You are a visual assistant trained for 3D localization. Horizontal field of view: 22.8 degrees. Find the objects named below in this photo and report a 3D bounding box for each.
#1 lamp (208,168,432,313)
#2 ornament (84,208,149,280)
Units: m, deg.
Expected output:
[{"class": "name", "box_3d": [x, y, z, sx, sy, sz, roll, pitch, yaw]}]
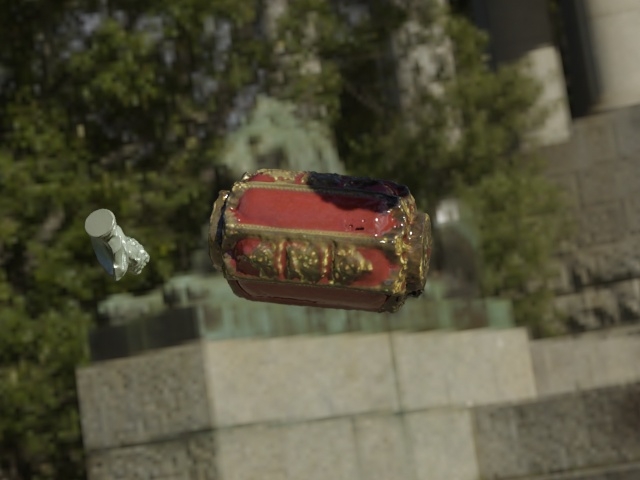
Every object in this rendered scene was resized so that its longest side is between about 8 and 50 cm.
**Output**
[{"class": "lamp", "box_3d": [0.000, 0.000, 1.960, 0.274, 0.177, 0.177, 7, -7, 12]}, {"class": "ornament", "box_3d": [-0.196, 0.004, 1.500, 0.041, 0.068, 0.092, -28, -2, 2]}]
